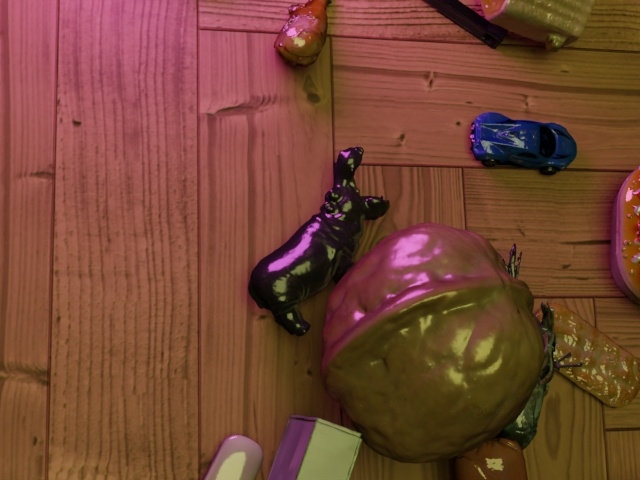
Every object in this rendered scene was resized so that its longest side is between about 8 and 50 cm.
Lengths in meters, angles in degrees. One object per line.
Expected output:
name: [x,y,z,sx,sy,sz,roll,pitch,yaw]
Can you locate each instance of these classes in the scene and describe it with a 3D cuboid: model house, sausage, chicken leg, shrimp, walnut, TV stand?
model house: [0.418,-0.490,1.743,0.193,0.175,0.234,14,73,-23]
sausage: [0.297,0.476,1.557,0.121,0.121,0.304,-9,97,-13]
chicken leg: [-0.026,-0.398,1.699,0.085,0.101,0.207,26,55,-10]
shrimp: [0.369,0.191,1.633,0.172,0.137,0.372,5,88,5]
walnut: [0.168,0.165,1.461,0.381,0.381,0.381,2,80,-11]
TV stand: [0.250,-0.466,1.785,0.256,0.040,0.049,33,75,-4]

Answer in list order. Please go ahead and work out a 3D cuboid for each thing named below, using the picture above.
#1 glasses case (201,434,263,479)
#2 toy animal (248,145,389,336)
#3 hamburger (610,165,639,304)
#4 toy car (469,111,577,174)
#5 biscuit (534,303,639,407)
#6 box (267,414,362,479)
glasses case: [-0.166,0.423,1.533,0.081,0.051,0.204,30,75,-6]
toy animal: [0.016,0.006,1.619,0.168,0.106,0.343,38,74,-12]
hamburger: [0.662,-0.010,1.735,0.227,0.151,0.295,5,77,-13]
toy car: [0.391,-0.187,1.752,0.216,0.063,0.103,6,78,-10]
biscuit: [0.496,0.215,1.718,0.247,0.029,0.118,34,75,-4]
box: [-0.013,0.358,1.486,0.086,0.225,0.129,22,77,-7]
